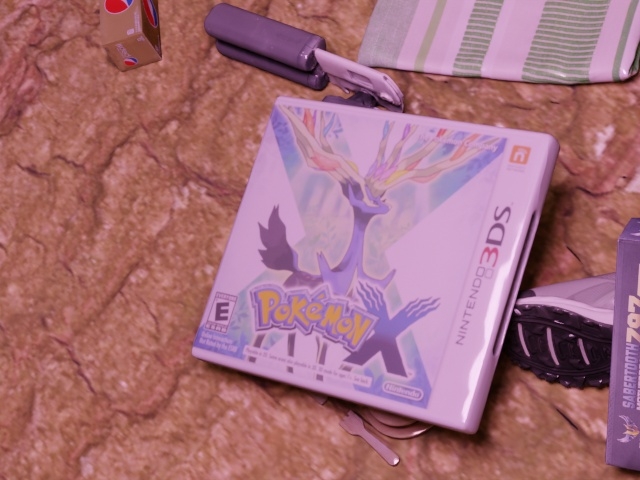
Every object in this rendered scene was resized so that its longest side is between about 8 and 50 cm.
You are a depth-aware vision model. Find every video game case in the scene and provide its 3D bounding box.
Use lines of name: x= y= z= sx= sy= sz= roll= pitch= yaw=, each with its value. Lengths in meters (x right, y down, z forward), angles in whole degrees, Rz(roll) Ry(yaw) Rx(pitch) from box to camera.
video game case: x=0.049 y=0.013 z=1.388 sx=0.329 sy=0.036 sz=0.300 roll=11 pitch=78 yaw=32

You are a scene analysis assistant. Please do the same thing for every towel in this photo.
towel: x=0.225 y=-0.293 z=1.580 sx=0.324 sy=0.038 sz=0.248 roll=10 pitch=67 yaw=24

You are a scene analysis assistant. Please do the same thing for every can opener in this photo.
can opener: x=-0.028 y=-0.192 z=1.595 sx=0.283 sy=0.076 sz=0.095 roll=24 pitch=72 yaw=30

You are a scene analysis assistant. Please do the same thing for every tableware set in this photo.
tableware set: x=0.046 y=0.126 z=1.412 sx=0.194 sy=0.039 sz=0.128 roll=37 pitch=80 yaw=32

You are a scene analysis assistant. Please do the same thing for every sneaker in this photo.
sneaker: x=0.294 y=0.073 z=1.331 sx=0.271 sy=0.100 sz=0.108 roll=-4 pitch=36 yaw=23

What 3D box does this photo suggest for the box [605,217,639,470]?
box: x=0.351 y=0.105 z=1.212 sx=0.183 sy=0.233 sz=0.059 roll=7 pitch=23 yaw=23

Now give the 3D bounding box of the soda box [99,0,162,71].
soda box: x=-0.244 y=-0.309 z=1.745 sx=0.058 sy=0.061 sz=0.181 roll=-16 pitch=58 yaw=12
